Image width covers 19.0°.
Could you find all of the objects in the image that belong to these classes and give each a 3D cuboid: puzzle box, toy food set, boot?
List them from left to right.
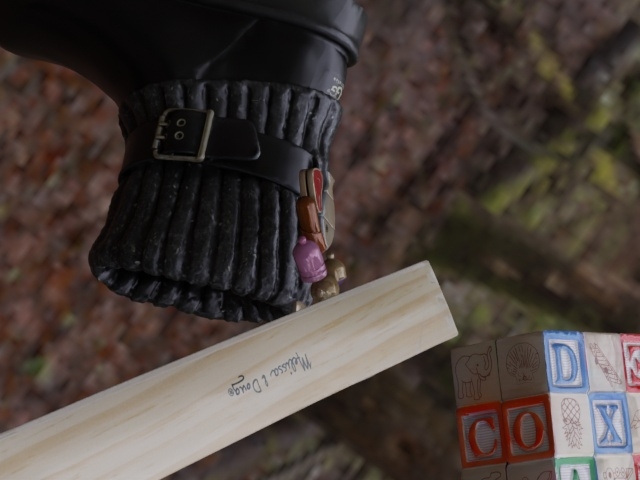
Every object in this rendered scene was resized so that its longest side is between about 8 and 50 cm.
[{"bbox_3d":[-0.134,0.118,1.024,0.272,0.052,0.409,-24,177,35],"label":"puzzle box"},{"bbox_3d":[-0.145,-0.085,1.489,0.131,0.348,0.260,40,63,-67],"label":"boot"},{"bbox_3d":[0.000,0.000,1.349,0.078,0.019,0.122,41,46,-62],"label":"toy food set"}]

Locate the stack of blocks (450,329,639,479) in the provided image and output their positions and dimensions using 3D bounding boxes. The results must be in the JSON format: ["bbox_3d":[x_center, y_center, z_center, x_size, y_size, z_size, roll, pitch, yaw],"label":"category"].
[{"bbox_3d":[0.229,0.158,1.377,0.297,0.171,0.087,5,165,-44],"label":"stack of blocks"}]
